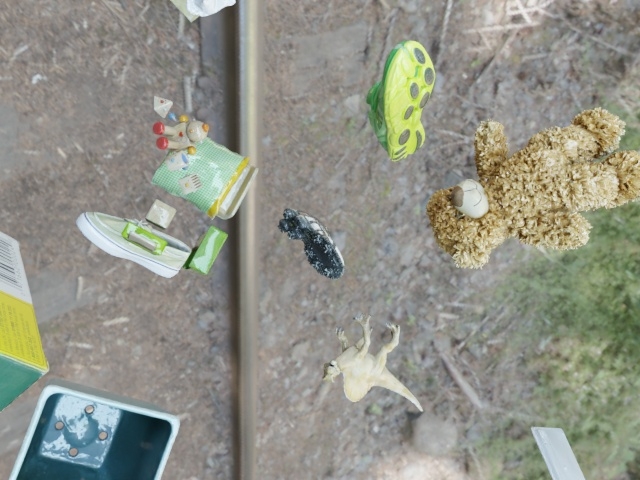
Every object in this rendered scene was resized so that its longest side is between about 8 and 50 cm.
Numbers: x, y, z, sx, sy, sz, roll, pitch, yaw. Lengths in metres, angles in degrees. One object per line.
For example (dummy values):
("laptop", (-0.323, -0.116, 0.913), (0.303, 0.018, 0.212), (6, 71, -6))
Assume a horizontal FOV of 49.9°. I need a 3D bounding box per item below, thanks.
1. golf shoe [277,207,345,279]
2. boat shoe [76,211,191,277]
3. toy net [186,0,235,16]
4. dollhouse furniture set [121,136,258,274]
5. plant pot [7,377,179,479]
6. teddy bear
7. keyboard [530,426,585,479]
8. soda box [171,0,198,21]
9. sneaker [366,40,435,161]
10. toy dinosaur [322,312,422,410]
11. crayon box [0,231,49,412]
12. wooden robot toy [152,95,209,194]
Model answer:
("golf shoe", (0.000, 0.000, 1.478), (0.094, 0.198, 0.077), (-9, 142, -52))
("boat shoe", (-0.455, -0.007, 1.696), (0.094, 0.109, 0.302), (-47, 135, 12))
("toy net", (-0.126, -0.418, 0.952), (0.122, 0.045, 0.232), (33, 105, -25))
("dollhouse furniture set", (-0.272, -0.098, 1.487), (0.197, 0.151, 0.301), (29, 76, -11))
("plant pot", (-0.444, 0.391, 1.299), (0.248, 0.252, 0.247), (21, 84, -23))
("teddy bear", (0.326, -0.088, 1.053), (0.338, 0.245, 0.113), (-8, 165, 11))
("keyboard", (0.331, 0.350, 0.843), (0.072, 0.256, 0.014), (20, 132, -42))
("soda box", (-0.257, -0.466, 1.169), (0.061, 0.058, 0.181), (-34, 112, 28))
("sneaker", (0.130, -0.256, 1.260), (0.109, 0.123, 0.295), (-35, 158, -14))
("toy dinosaur", (0.053, 0.134, 0.758), (0.183, 0.053, 0.092), (28, 71, -46))
("crayon box", (-0.395, 0.012, 0.578), (0.081, 0.202, 0.318), (-40, 138, 6))
("wooden robot toy", (-0.223, -0.169, 1.146), (0.079, 0.173, 0.076), (-17, 176, 18))
